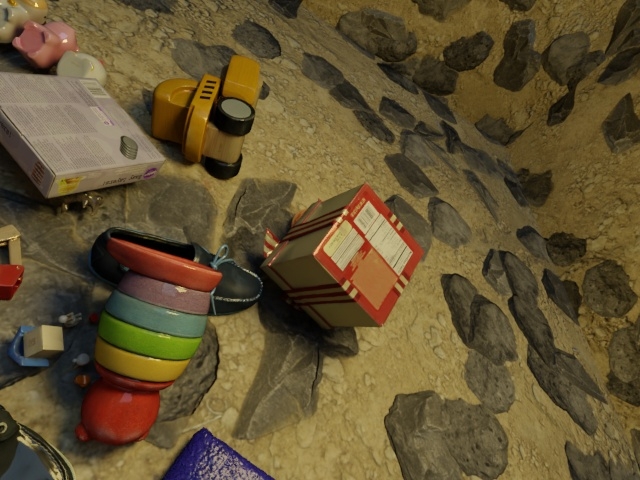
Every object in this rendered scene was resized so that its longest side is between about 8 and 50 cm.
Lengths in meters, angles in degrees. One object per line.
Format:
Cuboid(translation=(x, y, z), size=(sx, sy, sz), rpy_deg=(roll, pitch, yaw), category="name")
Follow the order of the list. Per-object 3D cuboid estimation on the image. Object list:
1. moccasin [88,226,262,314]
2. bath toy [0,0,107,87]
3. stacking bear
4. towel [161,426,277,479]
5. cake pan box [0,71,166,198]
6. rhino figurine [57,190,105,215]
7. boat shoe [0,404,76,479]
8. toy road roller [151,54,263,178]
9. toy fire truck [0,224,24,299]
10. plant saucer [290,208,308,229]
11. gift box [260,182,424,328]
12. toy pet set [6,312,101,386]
Cuboid(translation=(-0.263, 0.067, 0.801), size=(0.342, 0.117, 0.138), rpy_deg=(14, 49, -30), category="moccasin")
Cuboid(translation=(-0.640, -0.462, 0.947), size=(0.348, 0.129, 0.151), rpy_deg=(39, 85, -3), category="bath toy")
Cuboid(translation=(-0.274, 0.164, 0.632), size=(0.175, 0.164, 0.289), rpy_deg=(25, 81, -46), category="stacking bear")
Cuboid(translation=(-0.168, 0.461, 0.576), size=(0.227, 0.076, 0.308), rpy_deg=(39, 41, -7), category="towel")
Cuboid(translation=(-0.485, -0.218, 0.795), size=(0.267, 0.070, 0.246), rpy_deg=(48, 29, 4), category="cake pan box")
Cuboid(translation=(-0.510, -0.137, 0.804), size=(0.243, 0.073, 0.106), rpy_deg=(51, 35, 12), category="rhino figurine")
Cuboid(translation=(-0.459, 0.243, 0.493), size=(0.340, 0.113, 0.127), rpy_deg=(37, 40, -8), category="boat shoe")
Cuboid(translation=(-0.296, -0.346, 1.070), size=(0.240, 0.202, 0.330), rpy_deg=(15, 48, -14), category="toy road roller")
Cuboid(translation=(-0.558, -0.003, 0.672), size=(0.135, 0.047, 0.192), rpy_deg=(13, 48, -32), category="toy fire truck")
Cuboid(translation=(0.000, 0.000, 1.135), size=(0.200, 0.037, 0.200), rpy_deg=(22, 44, -24), category="plant saucer")
Cuboid(translation=(0.033, 0.025, 0.930), size=(0.276, 0.258, 0.255), rpy_deg=(51, 58, -14), category="gift box")
Cuboid(translation=(-0.416, 0.178, 0.645), size=(0.114, 0.065, 0.122), rpy_deg=(42, 25, -64), category="toy pet set")
